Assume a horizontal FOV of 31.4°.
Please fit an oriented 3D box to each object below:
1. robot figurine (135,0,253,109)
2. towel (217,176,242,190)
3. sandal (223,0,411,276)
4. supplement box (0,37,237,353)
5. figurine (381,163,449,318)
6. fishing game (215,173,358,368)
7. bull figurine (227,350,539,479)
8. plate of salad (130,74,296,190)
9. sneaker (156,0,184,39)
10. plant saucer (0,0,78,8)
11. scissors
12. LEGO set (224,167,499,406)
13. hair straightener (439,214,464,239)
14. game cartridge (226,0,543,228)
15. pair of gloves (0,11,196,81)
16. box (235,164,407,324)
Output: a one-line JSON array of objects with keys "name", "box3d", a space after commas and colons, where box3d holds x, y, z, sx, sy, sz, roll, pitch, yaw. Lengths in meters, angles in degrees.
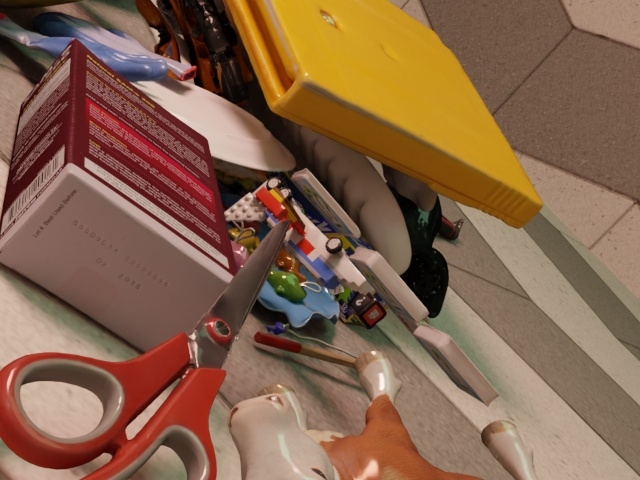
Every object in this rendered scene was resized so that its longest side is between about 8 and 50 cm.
[{"name": "robot figurine", "box3d": [-0.152, -0.255, 1.123, 0.211, 0.085, 0.291, -137, -156, -74]}, {"name": "towel", "box3d": [-0.088, -0.085, 1.124, 0.152, 0.023, 0.113, 24, 24, -52]}, {"name": "sandal", "box3d": [-0.005, -0.132, 1.189, 0.416, 0.102, 0.169, 60, -20, 23]}, {"name": "supplement box", "box3d": [-0.133, -0.034, 0.748, 0.130, 0.073, 0.239, 37, 16, -25]}, {"name": "figurine", "box3d": [0.096, -0.053, 1.233, 0.209, 0.092, 0.214, -102, -176, -58]}, {"name": "fishing game", "box3d": [-0.049, 0.003, 0.932, 0.189, 0.041, 0.264, 23, 23, -45]}, {"name": "bull figurine", "box3d": [0.053, 0.156, 0.616, 0.310, 0.101, 0.188, 38, 21, -26]}, {"name": "plate of salad", "box3d": [-0.116, -0.098, 0.988, 0.200, 0.048, 0.200, 23, 16, -7]}, {"name": "sneaker", "box3d": [-0.134, -0.279, 1.477, 0.124, 0.107, 0.283, 51, 12, -30]}, {"name": "plant saucer", "box3d": [-0.358, -0.304, 0.929, 0.333, 0.081, 0.333, 43, 13, 5]}, {"name": "scissors", "box3d": [-0.057, 0.067, 0.597, 0.109, 0.021, 0.297, 48, 30, 6]}, {"name": "LEGO set", "box3d": [0.018, 0.034, 0.787, 0.182, 0.060, 0.244, 50, -4, -7]}, {"name": "hair straightener", "box3d": [0.147, -0.054, 1.613, 0.089, 0.047, 0.230, 50, 16, 27]}, {"name": "game cartridge", "box3d": [0.050, -0.164, 1.091, 0.324, 0.053, 0.285, 24, 32, -39]}, {"name": "pair of gloves", "box3d": [-0.192, -0.168, 0.978, 0.159, 0.023, 0.198, 20, 15, 6]}, {"name": "box", "box3d": [0.000, 0.000, 1.045, 0.169, 0.054, 0.059, 49, 16, 23]}]
